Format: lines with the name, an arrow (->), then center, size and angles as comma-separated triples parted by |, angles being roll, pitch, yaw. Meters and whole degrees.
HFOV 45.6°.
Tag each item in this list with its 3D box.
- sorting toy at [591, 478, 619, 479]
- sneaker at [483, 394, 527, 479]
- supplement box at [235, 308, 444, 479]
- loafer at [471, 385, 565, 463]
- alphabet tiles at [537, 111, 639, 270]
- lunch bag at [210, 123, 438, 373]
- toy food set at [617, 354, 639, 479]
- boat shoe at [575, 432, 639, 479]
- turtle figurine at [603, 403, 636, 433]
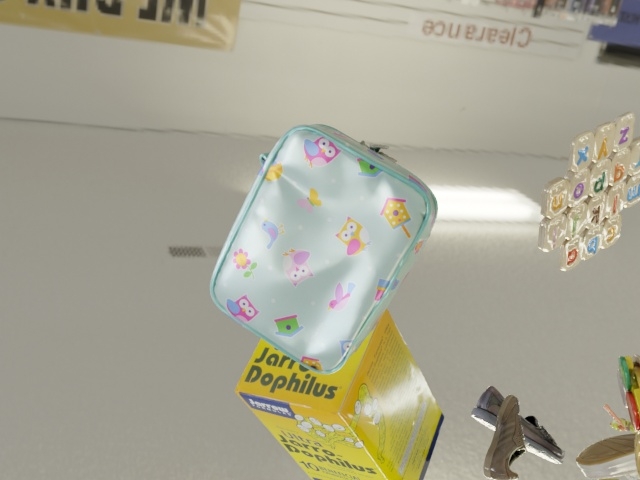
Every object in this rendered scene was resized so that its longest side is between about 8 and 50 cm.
sorting toy -> 0.337, 0.430, 1.239 | 0.307, 0.041, 0.229 | -16, 153, 22
sneaker -> 0.390, 0.405, 1.551 | 0.071, 0.066, 0.188 | 8, -127, 28
supplement box -> 0.048, 0.277, 1.279 | 0.194, 0.356, 0.195 | 4, -128, 32
loafer -> 0.530, 0.481, 1.979 | 0.302, 0.095, 0.109 | 32, 166, -18
alphabet tiles -> 0.505, -0.089, 1.406 | 0.284, 0.278, 0.021 | -25, -144, -27
lunch bag -> 0.000, 0.000, 0.940 | 0.224, 0.279, 0.108 | 32, -165, 11
toy food set -> 0.209, 0.114, 0.492 | 0.020, 0.083, 0.082 | -12, -124, 13
boat shoe -> 0.572, 0.385, 1.321 | 0.277, 0.096, 0.098 | -8, -179, -19
turtle figurine -> 0.843, 0.532, 2.014 | 0.269, 0.217, 0.087 | 32, -124, 12
